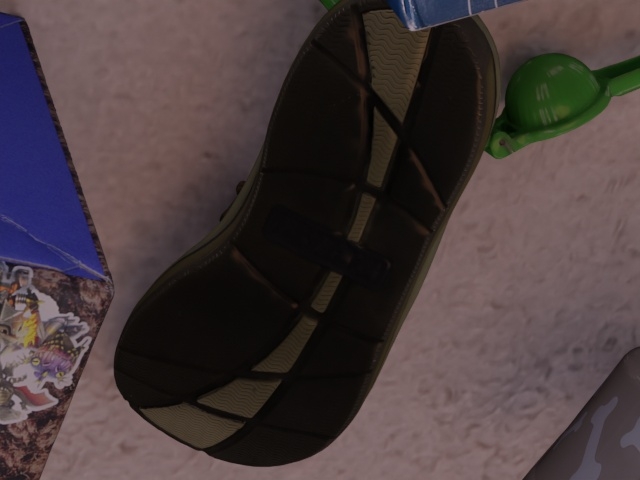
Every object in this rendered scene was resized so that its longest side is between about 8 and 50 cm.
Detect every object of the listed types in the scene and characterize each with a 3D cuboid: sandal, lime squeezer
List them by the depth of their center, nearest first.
[{"bbox_3d":[0.002,0.000,0.892,0.120,0.086,0.303,33,122,-2],"label":"sandal"},{"bbox_3d":[0.093,-0.094,0.905,0.310,0.059,0.110,6,90,-21],"label":"lime squeezer"}]

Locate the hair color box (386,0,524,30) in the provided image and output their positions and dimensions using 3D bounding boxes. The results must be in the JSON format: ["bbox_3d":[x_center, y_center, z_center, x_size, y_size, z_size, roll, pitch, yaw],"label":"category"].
[{"bbox_3d":[0.166,-0.209,0.770,0.347,0.174,0.105,-16,125,-9],"label":"hair color box"}]

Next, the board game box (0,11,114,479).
[{"bbox_3d":[-0.217,0.063,0.777,0.141,0.232,0.291,12,117,-25],"label":"board game box"}]

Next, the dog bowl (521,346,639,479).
[{"bbox_3d":[0.281,0.167,0.968,0.349,0.349,0.102,19,103,-29],"label":"dog bowl"}]
